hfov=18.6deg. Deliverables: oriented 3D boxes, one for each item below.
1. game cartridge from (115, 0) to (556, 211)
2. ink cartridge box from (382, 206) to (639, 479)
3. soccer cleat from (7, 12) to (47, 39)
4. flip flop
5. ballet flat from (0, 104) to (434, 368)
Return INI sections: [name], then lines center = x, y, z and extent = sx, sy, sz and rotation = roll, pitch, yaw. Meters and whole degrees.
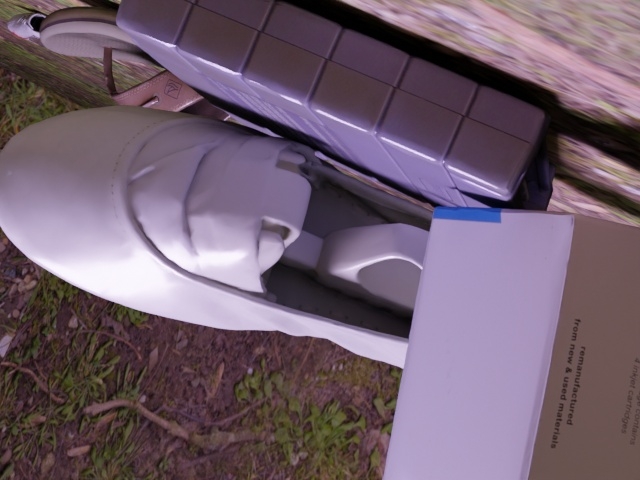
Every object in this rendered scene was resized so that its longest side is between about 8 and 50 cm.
[game cartridge]
center = 0.023, -0.077, 1.133
extent = 0.230, 0.068, 0.355
rotation = 28, 180, 8
[ink cartridge box]
center = 0.181, 0.085, 1.025
extent = 0.232, 0.168, 0.171
rotation = 11, 178, -21
[soccer cleat]
center = -0.282, -0.213, 1.928
extent = 0.083, 0.029, 0.035
rotation = 20, 167, 37
[flip flop]
center = -0.102, -0.111, 1.512
extent = 0.277, 0.080, 0.112
rotation = 24, 179, 15
[ballet flat]
center = 0.000, 0.000, 1.210
extent = 0.400, 0.139, 0.139
rotation = 20, 180, -17
